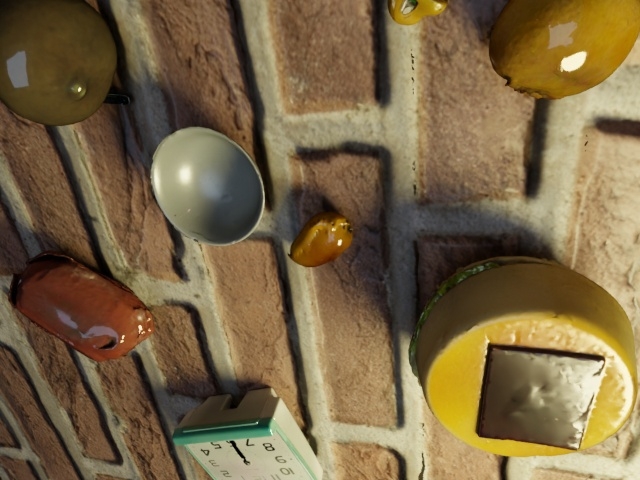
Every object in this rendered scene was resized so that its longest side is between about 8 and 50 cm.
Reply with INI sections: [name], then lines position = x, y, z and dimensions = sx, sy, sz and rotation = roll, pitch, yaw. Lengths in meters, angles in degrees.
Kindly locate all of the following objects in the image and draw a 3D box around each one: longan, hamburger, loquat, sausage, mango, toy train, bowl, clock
[longan]
position = -0.388, -0.263, 0.593
dimensions = 0.189, 0.189, 0.189
rotation = 7, 117, 14
[hamburger]
position = 0.275, 0.158, 0.592
dimensions = 0.301, 0.176, 0.299
rotation = 6, 115, 14
[loquat]
position = 0.252, -0.219, 0.436
dimensions = 0.141, 0.141, 0.141
rotation = 7, 117, 14
[sausage]
position = -0.472, 0.132, 0.824
dimensions = 0.280, 0.152, 0.152
rotation = 32, 120, -2
[mango]
position = 0.000, 0.000, 0.664
dimensions = 0.077, 0.063, 0.127
rotation = 43, 125, -12
[toy train]
position = -0.346, -0.234, 0.678
dimensions = 0.084, 0.017, 0.017
rotation = 9, 120, 13
[bowl]
position = -0.163, -0.092, 0.654
dimensions = 0.189, 0.086, 0.188
rotation = 6, 115, 14
[clock]
position = -0.150, 0.449, 0.910
dimensions = 0.263, 0.116, 0.231
rotation = -17, 114, 25

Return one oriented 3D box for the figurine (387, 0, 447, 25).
[figurine]
position = 0.096, -0.339, 0.460
dimensions = 0.122, 0.121, 0.176
rotation = 34, 141, 37
